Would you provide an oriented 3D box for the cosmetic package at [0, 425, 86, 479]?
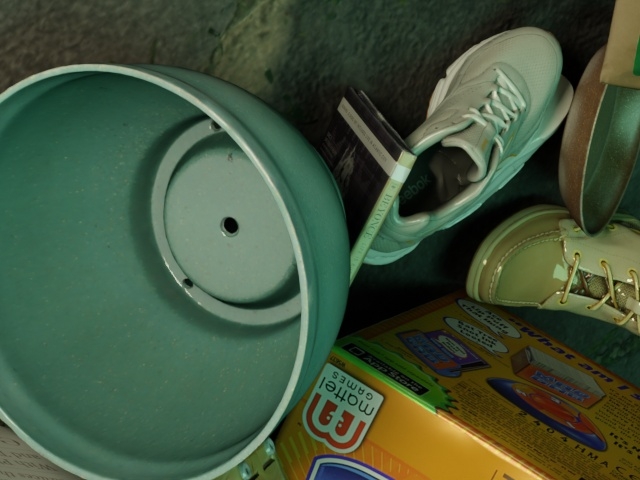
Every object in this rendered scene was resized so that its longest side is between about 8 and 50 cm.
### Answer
[{"bbox_3d":[-0.279,0.324,1.098,0.329,0.393,0.327,18,95,-46],"label":"cosmetic package"}]

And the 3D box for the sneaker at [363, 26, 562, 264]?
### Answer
[{"bbox_3d":[0.126,-0.082,1.349,0.099,0.121,0.262,45,70,-10],"label":"sneaker"}]

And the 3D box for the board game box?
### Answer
[{"bbox_3d":[0.141,0.298,1.412,0.356,0.356,0.356,-64,162,16],"label":"board game box"}]

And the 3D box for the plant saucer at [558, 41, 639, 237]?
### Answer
[{"bbox_3d":[0.257,-0.102,1.500,0.198,0.036,0.199,-47,145,-48],"label":"plant saucer"}]

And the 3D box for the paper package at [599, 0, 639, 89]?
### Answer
[{"bbox_3d":[0.368,-0.297,1.322,0.309,0.168,0.325,-44,147,-50],"label":"paper package"}]

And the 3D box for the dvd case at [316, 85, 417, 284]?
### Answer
[{"bbox_3d":[0.000,0.000,1.314,0.018,0.164,0.221,21,106,-21],"label":"dvd case"}]

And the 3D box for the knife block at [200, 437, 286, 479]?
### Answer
[{"bbox_3d":[-0.114,0.299,1.258,0.242,0.276,0.088,-20,-177,16],"label":"knife block"}]

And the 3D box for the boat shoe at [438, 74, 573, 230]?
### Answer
[{"bbox_3d":[0.153,-0.076,1.463,0.184,0.066,0.063,-49,167,-16],"label":"boat shoe"}]

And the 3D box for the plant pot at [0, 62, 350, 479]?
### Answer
[{"bbox_3d":[-0.097,0.006,1.176,0.196,0.293,0.293,-28,141,-60],"label":"plant pot"}]

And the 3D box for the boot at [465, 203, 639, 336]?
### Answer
[{"bbox_3d":[0.280,0.052,1.539,0.262,0.203,0.095,-4,121,-45],"label":"boot"}]
